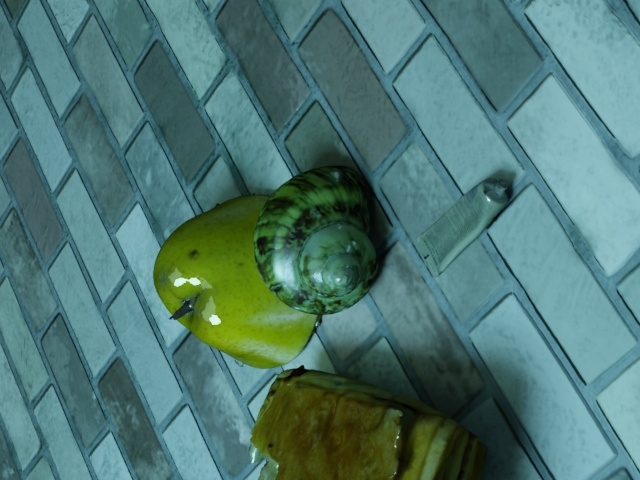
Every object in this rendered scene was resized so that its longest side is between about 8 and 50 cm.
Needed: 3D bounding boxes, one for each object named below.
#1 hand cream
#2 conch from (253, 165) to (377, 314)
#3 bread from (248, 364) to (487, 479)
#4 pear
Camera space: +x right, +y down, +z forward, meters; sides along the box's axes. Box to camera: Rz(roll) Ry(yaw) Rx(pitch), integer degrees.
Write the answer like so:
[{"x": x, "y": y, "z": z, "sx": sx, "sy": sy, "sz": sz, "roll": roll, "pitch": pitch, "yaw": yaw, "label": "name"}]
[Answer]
[{"x": 0.167, "y": -0.020, "z": 1.499, "sx": 0.165, "sy": 0.037, "sz": 0.057, "roll": -48, "pitch": 58, "yaw": 45, "label": "hand cream"}, {"x": -0.001, "y": 0.000, "z": 1.607, "sx": 0.181, "sy": 0.124, "sz": 0.187, "roll": 31, "pitch": 101, "yaw": 34, "label": "conch"}, {"x": 0.041, "y": 0.324, "z": 1.503, "sx": 0.370, "sy": 0.192, "sz": 0.314, "roll": 0, "pitch": 66, "yaw": 55, "label": "bread"}, {"x": -0.139, "y": 0.052, "z": 1.719, "sx": 0.267, "sy": 0.178, "sz": 0.266, "roll": -3, "pitch": 86, "yaw": 44, "label": "pear"}]
